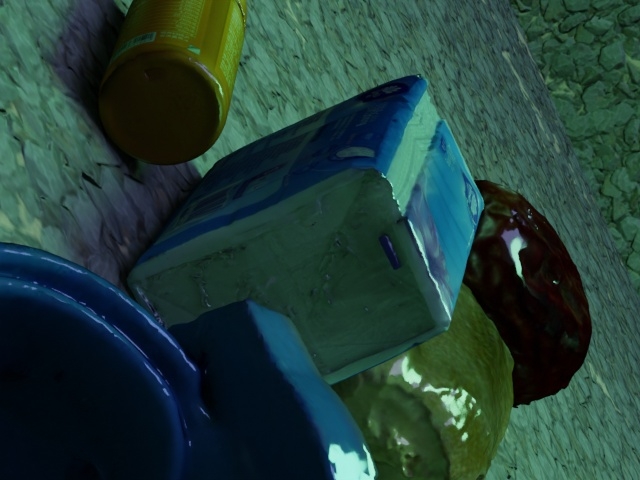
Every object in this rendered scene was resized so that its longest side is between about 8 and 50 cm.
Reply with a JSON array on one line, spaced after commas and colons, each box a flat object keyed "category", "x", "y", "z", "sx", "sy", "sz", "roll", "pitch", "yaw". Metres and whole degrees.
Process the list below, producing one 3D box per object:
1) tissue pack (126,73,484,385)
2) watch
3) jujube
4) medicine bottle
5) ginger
[{"category": "tissue pack", "x": 0.000, "y": 0.000, "z": 1.305, "sx": 0.146, "sy": 0.198, "sz": 0.263, "roll": 63, "pitch": 17, "yaw": -11}, {"category": "watch", "x": -0.120, "y": 0.169, "z": 0.712, "sx": 0.274, "sy": 0.241, "sz": 0.305, "roll": 13, "pitch": 53, "yaw": -48}, {"category": "jujube", "x": 0.182, "y": 0.056, "z": 1.801, "sx": 0.183, "sy": 0.183, "sz": 0.243, "roll": -96, "pitch": 164, "yaw": -50}, {"category": "medicine bottle", "x": -0.109, "y": -0.139, "z": 1.361, "sx": 0.096, "sy": 0.096, "sz": 0.192, "roll": 56, "pitch": 18, "yaw": -24}, {"category": "ginger", "x": 0.067, "y": 0.104, "z": 1.480, "sx": 0.221, "sy": 0.130, "sz": 0.276, "roll": 31, "pitch": 29, "yaw": -46}]
